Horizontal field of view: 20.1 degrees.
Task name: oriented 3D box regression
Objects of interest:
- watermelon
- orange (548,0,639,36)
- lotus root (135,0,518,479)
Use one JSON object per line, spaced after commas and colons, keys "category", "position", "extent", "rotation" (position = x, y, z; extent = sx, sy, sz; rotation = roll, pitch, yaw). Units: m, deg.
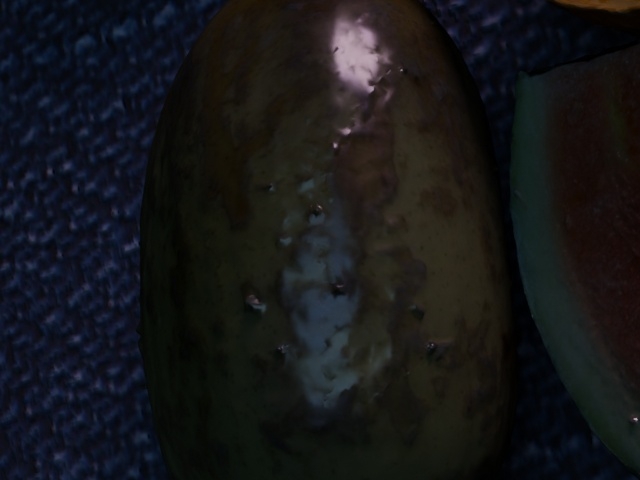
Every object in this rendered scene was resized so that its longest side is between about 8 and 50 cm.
{"category": "watermelon", "position": [0.172, -0.024, 0.696], "extent": [0.207, 0.136, 0.202], "rotation": [52, 126, 23]}
{"category": "orange", "position": [0.209, -0.198, 0.682], "extent": [0.274, 0.310, 0.274], "rotation": [9, 67, -22]}
{"category": "lotus root", "position": [0.000, 0.000, 0.776], "extent": [0.173, 0.173, 0.309], "rotation": [-11, 73, 19]}
